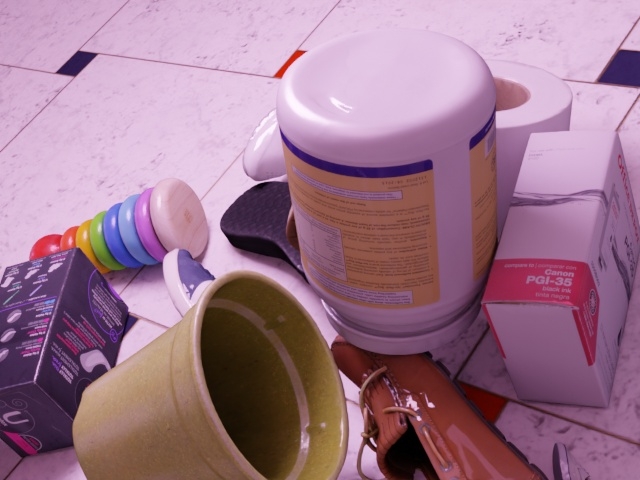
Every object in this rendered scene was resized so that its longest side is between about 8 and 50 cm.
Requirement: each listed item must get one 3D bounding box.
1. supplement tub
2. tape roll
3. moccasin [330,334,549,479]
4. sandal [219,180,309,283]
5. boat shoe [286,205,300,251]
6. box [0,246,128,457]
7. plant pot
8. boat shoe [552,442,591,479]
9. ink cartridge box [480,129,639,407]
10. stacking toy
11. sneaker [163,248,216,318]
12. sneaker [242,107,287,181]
[{"bbox_3d":[0.086,-0.052,1.207,0.241,0.331,0.241,-5,40,4],"label":"supplement tub"},{"bbox_3d":[0.225,-0.135,1.457,0.246,0.169,0.246,-2,32,1],"label":"tape roll"},{"bbox_3d":[0.115,0.238,1.238,0.147,0.139,0.380,-30,48,-14],"label":"moccasin"},{"bbox_3d":[0.001,-0.002,1.586,0.167,0.107,0.446,-44,29,-14],"label":"sandal"},{"bbox_3d":[0.047,-0.132,1.371,0.341,0.122,0.110,-55,19,34],"label":"boat shoe"},{"bbox_3d":[-0.419,0.170,1.593,0.143,0.165,0.270,-15,42,19],"label":"box"},{"bbox_3d":[-0.148,0.207,1.238,0.254,0.276,0.276,-26,38,28],"label":"plant pot"},{"bbox_3d":[0.288,0.272,1.168,0.035,0.035,0.100,1,38,-5],"label":"boat shoe"},{"bbox_3d":[0.304,0.030,1.268,0.117,0.207,0.283,1,49,29],"label":"ink cartridge box"},{"bbox_3d":[-0.363,0.005,1.771,0.330,0.141,0.141,-18,41,23],"label":"stacking toy"},{"bbox_3d":[-0.122,0.116,1.515,0.148,0.131,0.350,-27,45,-7],"label":"sneaker"},{"bbox_3d":[0.009,-0.175,1.723,0.297,0.111,0.129,-27,47,-10],"label":"sneaker"}]
